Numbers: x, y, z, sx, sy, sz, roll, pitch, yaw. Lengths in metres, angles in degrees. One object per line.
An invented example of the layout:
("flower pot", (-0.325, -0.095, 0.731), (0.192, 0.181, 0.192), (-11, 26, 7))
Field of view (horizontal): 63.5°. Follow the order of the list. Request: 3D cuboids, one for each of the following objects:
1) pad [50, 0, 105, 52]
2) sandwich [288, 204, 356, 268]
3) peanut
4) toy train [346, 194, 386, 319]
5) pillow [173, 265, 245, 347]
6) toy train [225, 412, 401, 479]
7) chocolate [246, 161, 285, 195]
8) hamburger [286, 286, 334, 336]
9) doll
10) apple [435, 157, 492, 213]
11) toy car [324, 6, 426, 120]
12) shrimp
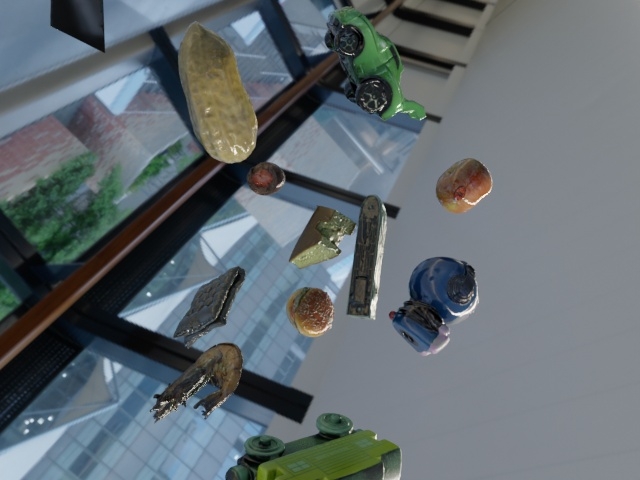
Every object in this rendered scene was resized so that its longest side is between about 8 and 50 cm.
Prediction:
("pad", (-0.717, -0.691, 1.536), (0.006, 0.245, 0.170), (-23, 157, 32))
("sandwich", (0.000, 0.000, 1.780), (0.128, 0.122, 0.235), (21, -101, 46))
("peanut", (-0.251, -0.357, 1.266), (0.159, 0.339, 0.174), (-1, -151, 25))
("toy train", (0.162, 0.053, 1.689), (0.087, 0.088, 0.406), (1, -104, 30))
("pillow", (-0.423, 0.246, 2.010), (0.228, 0.101, 0.326), (-29, -154, 25))
("toy train", (-0.001, 0.570, 1.270), (0.443, 0.179, 0.273), (1, -172, -41))
("chocolate", (-0.187, -0.220, 1.873), (0.133, 0.124, 0.127), (30, -134, 34))
("hamburger", (-0.043, 0.316, 2.280), (0.237, 0.237, 0.147), (-49, -171, -28))
("doll", (0.375, 0.195, 1.664), (0.310, 0.240, 0.284), (-48, -175, -14))
("apple", (0.523, -0.196, 1.890), (0.209, 0.164, 0.209), (-38, -171, 7))
("toy car", (0.144, -0.484, 1.457), (0.177, 0.358, 0.213), (-25, -157, 1))
("shrimp", (-0.316, 0.402, 1.396), (0.289, 0.075, 0.178), (-39, -139, -27))
